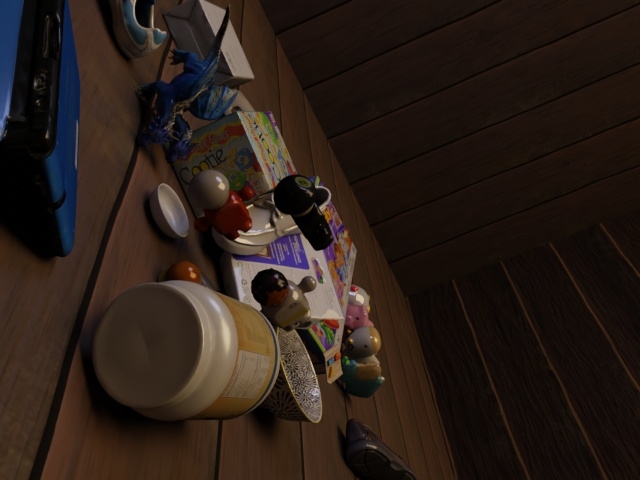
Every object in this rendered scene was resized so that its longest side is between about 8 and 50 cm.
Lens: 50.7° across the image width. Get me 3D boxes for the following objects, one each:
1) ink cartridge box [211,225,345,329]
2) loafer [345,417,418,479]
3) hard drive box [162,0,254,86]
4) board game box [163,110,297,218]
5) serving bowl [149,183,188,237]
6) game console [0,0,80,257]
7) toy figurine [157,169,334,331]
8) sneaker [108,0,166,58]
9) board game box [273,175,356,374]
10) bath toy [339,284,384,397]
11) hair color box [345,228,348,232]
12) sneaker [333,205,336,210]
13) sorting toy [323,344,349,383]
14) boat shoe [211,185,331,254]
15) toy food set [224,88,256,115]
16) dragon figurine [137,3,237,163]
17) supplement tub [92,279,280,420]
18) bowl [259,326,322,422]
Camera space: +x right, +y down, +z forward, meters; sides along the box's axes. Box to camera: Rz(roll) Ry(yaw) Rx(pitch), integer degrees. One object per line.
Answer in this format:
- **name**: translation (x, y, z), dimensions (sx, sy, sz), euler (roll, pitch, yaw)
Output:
- **ink cartridge box**: translation (-0.075, 0.057, 1.182), dimensions (0.208, 0.045, 0.206), euler (8, 49, -33)
- **loafer**: translation (0.140, 0.500, 1.519), dimensions (0.302, 0.109, 0.095), euler (56, 12, -39)
- **hard drive box**: translation (-0.243, -0.431, 1.519), dimensions (0.232, 0.089, 0.181), euler (-61, 129, -76)
- **board game box**: translation (-0.153, -0.145, 1.237), dimensions (0.275, 0.144, 0.142), euler (-56, 123, -77)
- **serving bowl**: translation (-0.223, -0.039, 0.978), dimensions (0.083, 0.027, 0.083), euler (-23, 90, -80)
- **game console**: translation (-0.337, -0.160, 0.656), dimensions (0.250, 0.173, 0.293), euler (104, -21, -49)
- **toy figurine**: translation (-0.099, 0.013, 0.939), dimensions (0.148, 0.213, 0.209), euler (61, 41, -60)
- **sneaker**: translation (-0.320, -0.416, 1.111), dimensions (0.237, 0.086, 0.085), euler (67, 12, 5)
- **board game box**: translation (-0.022, 0.068, 1.396), dimensions (0.347, 0.078, 0.233), euler (-77, 147, -45)
- **bath toy**: translation (0.083, 0.231, 1.739), dimensions (0.129, 0.151, 0.348), euler (24, 29, -20)
- **hair color box**: translation (0.000, 0.000, 1.659), dimensions (0.167, 0.093, 0.053), euler (137, -28, -74)
- **sneaker**: translation (0.008, 0.020, 1.805), dimensions (0.121, 0.112, 0.299), euler (52, 20, -57)
- **sorting toy**: translation (0.033, 0.236, 1.318), dimensions (0.083, 0.012, 0.062), euler (-24, 107, -56)
- **boat shoe**: translation (-0.080, -0.050, 1.175), dimensions (0.095, 0.084, 0.258), euler (49, 38, 12)
- **toy food set**: translation (-0.135, -0.193, 1.602), dimensions (0.220, 0.092, 0.306), euler (56, -1, 41)
- **dragon figurine**: translation (-0.194, -0.245, 1.082), dimensions (0.144, 0.289, 0.085), euler (28, -20, 37)
- **supplement tub**: translation (-0.140, 0.124, 0.742), dimensions (0.199, 0.144, 0.144), euler (40, 29, -68)
- **bowl**: translation (-0.067, 0.223, 1.089), dimensions (0.170, 0.080, 0.170), euler (-22, 90, -79)
